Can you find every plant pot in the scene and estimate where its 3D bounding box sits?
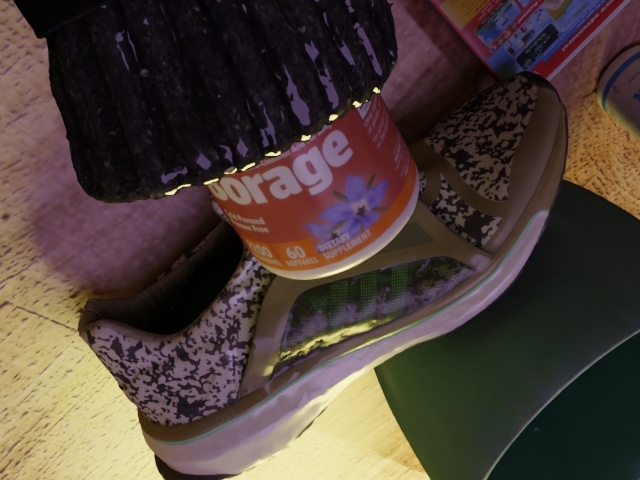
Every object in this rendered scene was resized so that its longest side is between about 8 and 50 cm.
[{"bbox_3d":[0.173,0.079,0.965,0.293,0.235,0.293,-24,142,-21],"label":"plant pot"}]

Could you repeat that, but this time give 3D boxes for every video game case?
[{"bbox_3d":[0.156,-0.229,0.787,0.204,0.025,0.285,-45,144,9],"label":"video game case"}]

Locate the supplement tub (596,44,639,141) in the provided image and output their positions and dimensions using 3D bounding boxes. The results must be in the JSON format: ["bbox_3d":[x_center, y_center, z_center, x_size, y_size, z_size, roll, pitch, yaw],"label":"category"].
[{"bbox_3d":[0.295,-0.112,0.971,0.071,0.107,0.071,-24,142,-20],"label":"supplement tub"}]

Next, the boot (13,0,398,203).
[{"bbox_3d":[-0.135,-0.128,0.447,0.348,0.131,0.260,-20,119,-16],"label":"boot"}]

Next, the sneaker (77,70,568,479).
[{"bbox_3d":[0.000,0.000,0.815,0.410,0.158,0.182,-40,127,-1],"label":"sneaker"}]

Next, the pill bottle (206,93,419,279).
[{"bbox_3d":[-0.034,-0.088,0.665,0.121,0.121,0.216,-36,128,-4],"label":"pill bottle"}]
